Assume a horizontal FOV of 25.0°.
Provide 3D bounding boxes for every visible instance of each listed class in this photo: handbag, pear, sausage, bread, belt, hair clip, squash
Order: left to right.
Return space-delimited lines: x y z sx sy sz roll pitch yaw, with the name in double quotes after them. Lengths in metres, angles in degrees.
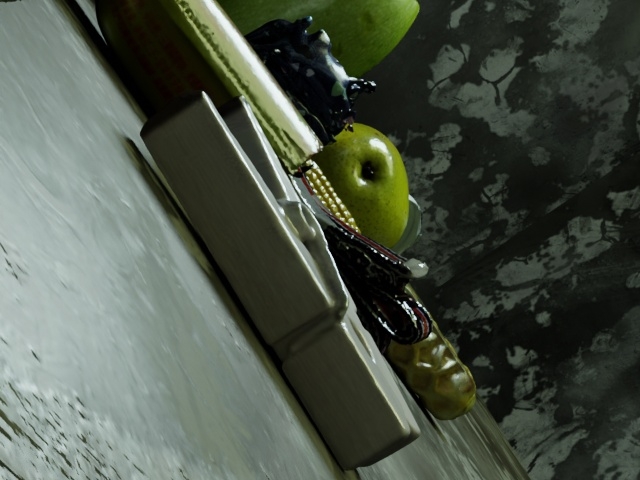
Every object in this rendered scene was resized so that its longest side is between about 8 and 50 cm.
-0.130 -0.173 1.372 0.317 0.117 0.125 53 -2 -13 "sausage"
-0.058 -0.168 1.668 0.162 0.113 0.260 44 -25 -19 "handbag"
-0.027 0.028 1.168 0.331 0.085 0.101 58 7 14 "hair clip"
-0.040 -0.282 1.886 0.210 0.309 0.233 57 4 18 "squash"
-0.020 -0.024 1.517 0.359 0.126 0.094 51 13 10 "belt"
0.023 -0.062 1.857 0.198 0.198 0.198 55 4 -6 "pear"
0.135 0.147 2.095 0.269 0.087 0.098 54 3 -11 "bread"

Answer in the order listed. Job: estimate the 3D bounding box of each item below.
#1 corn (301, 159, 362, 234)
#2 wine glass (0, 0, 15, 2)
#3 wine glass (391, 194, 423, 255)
0.000 0.000 1.633 0.262 0.097 0.097 56 4 -13 "corn"
-0.227 -0.250 0.920 0.222 0.103 0.103 59 5 33 "wine glass"
0.037 -0.057 2.161 0.196 0.165 0.165 51 1 32 "wine glass"
